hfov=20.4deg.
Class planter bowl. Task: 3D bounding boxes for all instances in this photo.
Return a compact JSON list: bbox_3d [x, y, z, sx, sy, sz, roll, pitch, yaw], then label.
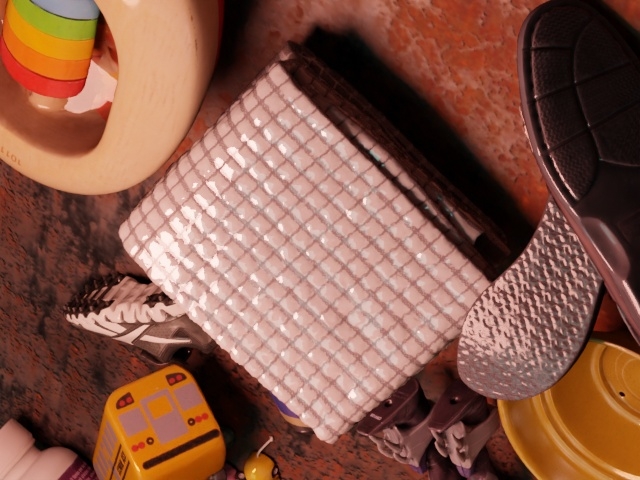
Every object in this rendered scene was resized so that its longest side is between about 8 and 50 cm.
[{"bbox_3d":[0.270,0.146,1.554,0.217,0.090,0.217,22,135,25],"label":"planter bowl"}]

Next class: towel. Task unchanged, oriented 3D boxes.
[{"bbox_3d":[0.000,0.000,1.561,0.284,0.121,0.235,43,109,-9],"label":"towel"}]

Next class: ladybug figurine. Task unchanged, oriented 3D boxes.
[{"bbox_3d":[-0.206,-0.220,1.550,0.305,0.162,0.449,39,146,4],"label":"ladybug figurine"}]

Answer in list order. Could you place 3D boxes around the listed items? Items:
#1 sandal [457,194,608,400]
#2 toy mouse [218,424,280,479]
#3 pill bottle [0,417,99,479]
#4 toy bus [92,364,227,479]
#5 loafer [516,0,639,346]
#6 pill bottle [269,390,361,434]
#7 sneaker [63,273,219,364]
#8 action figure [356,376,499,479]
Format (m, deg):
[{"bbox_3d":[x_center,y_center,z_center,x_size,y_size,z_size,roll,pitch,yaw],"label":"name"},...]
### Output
[{"bbox_3d":[0.199,0.027,1.459,0.097,0.054,0.254,35,113,14],"label":"sandal"},{"bbox_3d":[-0.114,0.266,2.106,0.143,0.031,0.161,21,141,26],"label":"toy mouse"},{"bbox_3d":[-0.334,0.376,2.318,0.301,0.169,0.169,44,145,-4],"label":"pill bottle"},{"bbox_3d":[-0.191,0.259,2.050,0.130,0.108,0.332,61,161,13],"label":"toy bus"},{"bbox_3d":[0.219,-0.033,1.353,0.302,0.109,0.095,65,165,5],"label":"loafer"},{"bbox_3d":[-0.021,0.073,1.729,0.123,0.123,0.219,3,130,42],"label":"pill bottle"},{"bbox_3d":[-0.191,0.093,1.952,0.234,0.078,0.106,-6,121,44],"label":"sneaker"},{"bbox_3d":[0.147,0.253,1.774,0.185,0.099,0.285,6,138,40],"label":"action figure"}]
